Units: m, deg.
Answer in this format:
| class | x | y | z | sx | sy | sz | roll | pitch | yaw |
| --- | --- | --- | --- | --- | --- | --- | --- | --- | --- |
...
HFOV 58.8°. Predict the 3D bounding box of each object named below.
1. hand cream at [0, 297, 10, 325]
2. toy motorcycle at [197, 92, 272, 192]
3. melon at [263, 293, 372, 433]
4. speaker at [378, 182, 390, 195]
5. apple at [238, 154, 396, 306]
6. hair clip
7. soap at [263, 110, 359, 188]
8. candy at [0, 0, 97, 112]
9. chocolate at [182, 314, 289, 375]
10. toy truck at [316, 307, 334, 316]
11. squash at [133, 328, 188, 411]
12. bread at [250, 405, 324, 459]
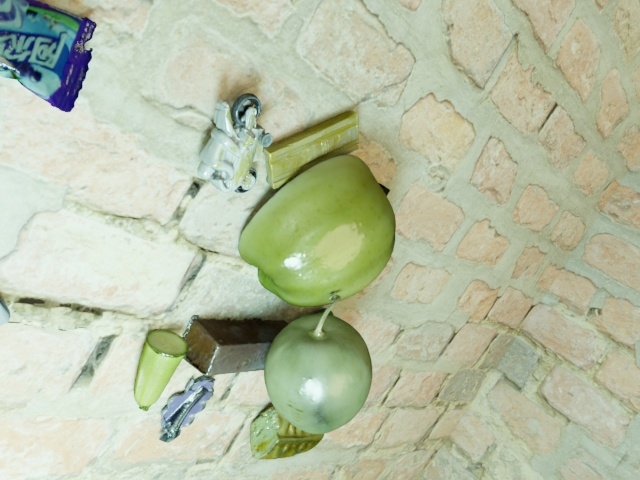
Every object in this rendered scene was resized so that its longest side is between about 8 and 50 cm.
| class | x | y | z | sx | sy | sz | roll | pitch | yaw |
| --- | --- | --- | --- | --- | --- | --- | --- | --- | --- |
| hand cream | -0.640 | 0.170 | 0.922 | 0.255 | 0.048 | 0.079 | -34 | 136 | -22 |
| toy motorcycle | -0.174 | -0.172 | 1.101 | 0.151 | 0.074 | 0.229 | -28 | 145 | -34 |
| melon | -0.003 | 0.313 | 1.330 | 0.271 | 0.271 | 0.308 | -41 | 132 | -13 |
| speaker | 0.098 | -0.134 | 1.421 | 0.191 | 0.040 | 0.046 | 10 | 112 | -48 |
| apple | 0.000 | 0.000 | 1.354 | 0.360 | 0.311 | 0.320 | -35 | 98 | -13 |
| hair clip | -0.333 | 0.421 | 1.415 | 0.195 | 0.052 | 0.124 | -52 | 147 | -8 |
| soap | -0.014 | -0.206 | 1.260 | 0.252 | 0.037 | 0.092 | -29 | 137 | -26 |
| candy | -0.442 | -0.281 | 0.763 | 0.275 | 0.070 | 0.145 | 15 | 99 | -47 |
| chocolate | -0.185 | 0.262 | 1.388 | 0.321 | 0.112 | 0.112 | 11 | 108 | -48 |
| toy truck | 0.014 | 0.313 | 1.565 | 0.148 | 0.210 | 0.187 | -29 | 151 | -30 |
| squash | -0.371 | 0.306 | 1.272 | 0.094 | 0.094 | 0.224 | -2 | 126 | -44 |
| bread | -0.090 | 0.573 | 1.705 | 0.267 | 0.129 | 0.152 | 20 | 99 | -51 |
